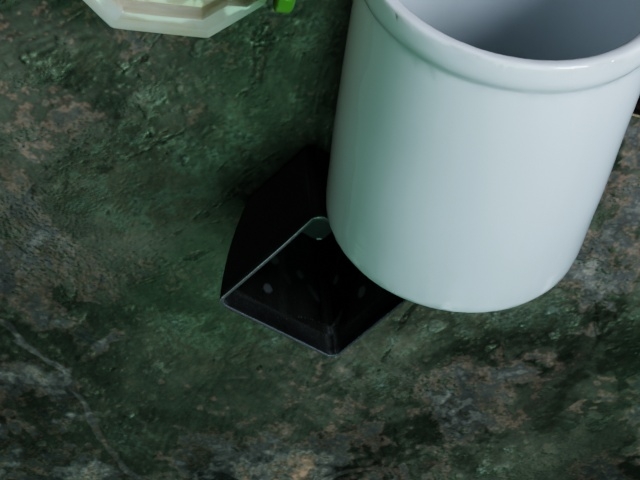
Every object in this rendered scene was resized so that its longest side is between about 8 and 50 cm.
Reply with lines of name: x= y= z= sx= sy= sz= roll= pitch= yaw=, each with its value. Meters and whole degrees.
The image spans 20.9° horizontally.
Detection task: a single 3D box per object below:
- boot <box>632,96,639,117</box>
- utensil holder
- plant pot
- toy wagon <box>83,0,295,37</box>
boot: x=0.430 y=-0.167 z=2.035 sx=0.305 sy=0.115 sz=0.112 roll=15 pitch=131 yaw=-23
utensil holder: x=0.178 y=-0.157 z=1.863 sx=0.328 sy=0.327 sz=0.385 roll=0 pitch=139 yaw=-7
plant pot: x=0.000 y=0.000 z=2.120 sx=0.187 sy=0.167 sz=0.188 roll=27 pitch=128 yaw=-32
toy wagon: x=-0.138 y=-0.355 z=1.794 sx=0.267 sy=0.068 sz=0.344 roll=4 pitch=136 yaw=-12
